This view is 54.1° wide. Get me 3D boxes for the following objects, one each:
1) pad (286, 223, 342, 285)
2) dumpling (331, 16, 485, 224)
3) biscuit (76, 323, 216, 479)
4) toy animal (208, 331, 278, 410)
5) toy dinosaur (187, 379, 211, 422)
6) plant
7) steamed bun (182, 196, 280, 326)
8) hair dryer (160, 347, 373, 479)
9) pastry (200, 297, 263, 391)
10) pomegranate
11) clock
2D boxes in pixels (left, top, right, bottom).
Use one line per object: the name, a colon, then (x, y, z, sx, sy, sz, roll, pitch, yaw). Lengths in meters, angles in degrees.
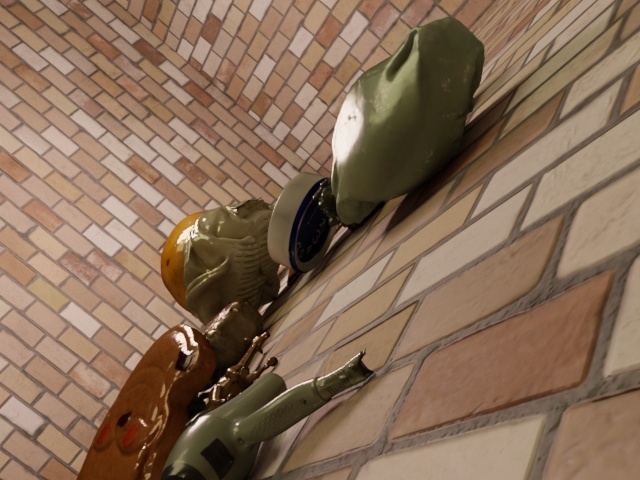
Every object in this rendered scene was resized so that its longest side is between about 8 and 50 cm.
pad: (0.000, 0.000, 1.811, 0.284, 0.018, 0.286, -49, 7, 5)
dumpling: (0.136, -0.201, 1.040, 0.321, 0.212, 0.270, -29, 16, 46)
biscuit: (-0.369, 0.378, 1.261, 0.350, 0.078, 0.455, -20, 42, 55)
toy animal: (-0.142, 0.239, 1.128, 0.149, 0.054, 0.275, -48, 4, -3)
toy dinosaur: (-0.298, 0.379, 1.298, 0.294, 0.077, 0.162, -47, 10, 34)
plant: (0.068, -0.101, 1.346, 0.132, 0.129, 0.194, -48, 2, 43)
steamed bun: (-0.258, 0.057, 1.708, 0.346, 0.237, 0.394, 62, -133, -60)
hair dryer: (-0.042, 0.182, 0.715, 0.267, 0.092, 0.229, -35, 1, 8)
pastry: (-0.227, 0.244, 1.451, 0.236, 0.121, 0.257, -44, 5, 20)
pomegranate: (-0.338, 0.085, 2.166, 0.416, 0.417, 0.416, -50, 5, 6)
clock: (-0.035, -0.042, 1.463, 0.230, 0.083, 0.230, -47, -34, -45)
